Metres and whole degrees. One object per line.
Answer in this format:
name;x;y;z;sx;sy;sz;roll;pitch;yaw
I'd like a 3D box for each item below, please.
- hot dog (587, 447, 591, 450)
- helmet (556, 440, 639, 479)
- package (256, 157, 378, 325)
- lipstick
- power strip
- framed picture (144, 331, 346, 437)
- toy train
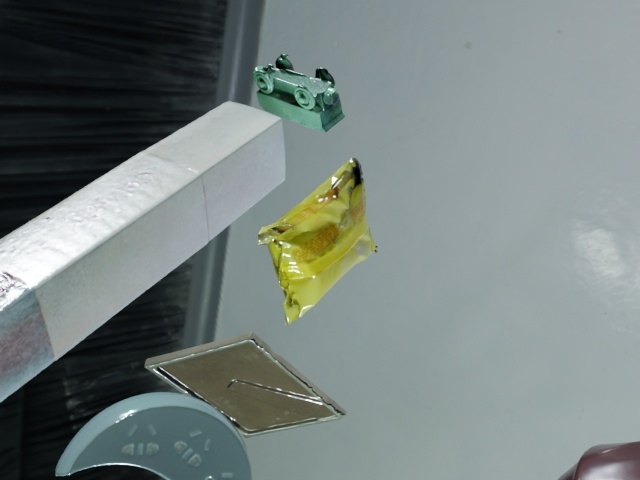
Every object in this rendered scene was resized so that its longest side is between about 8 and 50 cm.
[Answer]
hot dog;0.429;0.334;1.160;0.034;0.030;0.090;-41;107;19
helmet;0.167;0.137;0.376;0.123;0.098;0.070;-3;125;11
package;0.000;0.000;1.134;0.090;0.226;0.168;13;130;39
lipstick;-0.167;-0.008;0.679;0.076;0.371;0.080;21;133;27
power strip;-0.159;0.271;0.902;0.253;0.167;0.054;46;169;-22
framed picture;-0.118;0.247;1.307;0.213;0.289;0.016;-18;47;26
toy train;-0.037;-0.235;1.277;0.172;0.070;0.099;26;144;35
